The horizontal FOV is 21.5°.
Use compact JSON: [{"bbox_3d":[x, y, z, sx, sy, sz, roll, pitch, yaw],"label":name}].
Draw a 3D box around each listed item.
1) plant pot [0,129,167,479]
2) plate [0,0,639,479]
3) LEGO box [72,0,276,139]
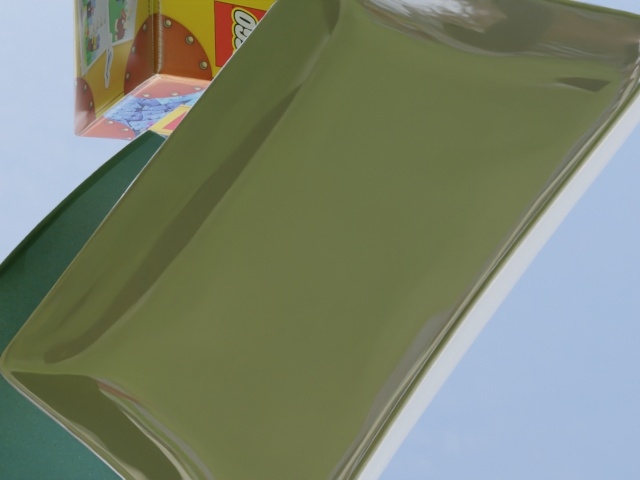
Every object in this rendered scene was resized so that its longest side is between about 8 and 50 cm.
[{"bbox_3d":[-0.109,0.070,0.936,0.165,0.166,0.234,31,-99,4],"label":"plant pot"},{"bbox_3d":[0.000,0.000,0.755,0.278,0.045,0.277,-53,-146,-7],"label":"plate"},{"bbox_3d":[-0.050,-0.341,1.731,0.193,0.372,0.500,-27,-119,54],"label":"LEGO box"}]
